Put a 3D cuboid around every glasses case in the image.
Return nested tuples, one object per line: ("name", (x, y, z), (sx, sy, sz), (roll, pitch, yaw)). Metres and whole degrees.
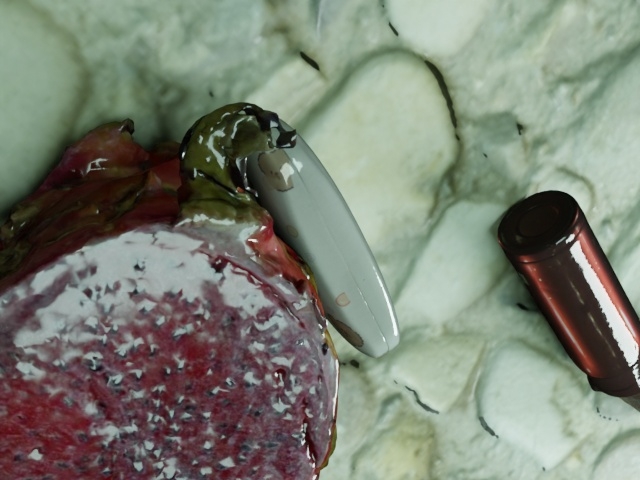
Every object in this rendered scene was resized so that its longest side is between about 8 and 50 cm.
("glasses case", (0.000, 0.000, 0.579), (0.041, 0.063, 0.164), (-35, 122, -11))

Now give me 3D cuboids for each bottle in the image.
("bottle", (0.178, 0.042, 0.684), (0.060, 0.060, 0.164), (-40, 123, -5))

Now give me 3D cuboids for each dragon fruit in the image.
("dragon fruit", (-0.087, 0.055, 0.529), (0.211, 0.147, 0.282), (16, 102, -20))

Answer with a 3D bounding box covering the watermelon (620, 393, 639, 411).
("watermelon", (0.260, 0.119, 0.749), (0.072, 0.092, 0.084), (-29, 120, 35))
